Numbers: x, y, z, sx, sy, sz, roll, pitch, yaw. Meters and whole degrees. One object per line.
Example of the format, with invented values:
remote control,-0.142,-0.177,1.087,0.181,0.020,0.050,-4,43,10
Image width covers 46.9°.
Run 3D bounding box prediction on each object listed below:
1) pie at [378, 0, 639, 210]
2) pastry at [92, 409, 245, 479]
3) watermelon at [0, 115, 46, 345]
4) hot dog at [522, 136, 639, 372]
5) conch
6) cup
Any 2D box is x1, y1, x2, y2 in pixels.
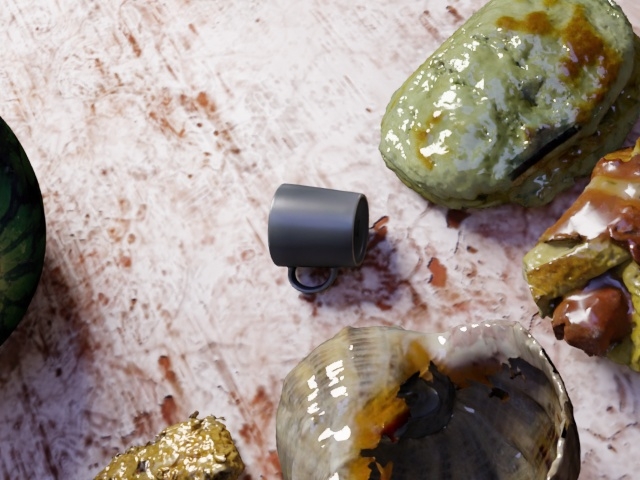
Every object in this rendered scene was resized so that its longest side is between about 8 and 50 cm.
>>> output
pie,0.174,-0.131,0.661,0.248,0.090,0.201,-45,64,-1
pastry,-0.135,0.206,0.627,0.140,0.056,0.080,-38,49,1
watermelon,-0.425,-0.013,0.667,0.363,0.363,0.363,-7,65,15
hot dog,0.252,-0.002,0.568,0.146,0.103,0.213,28,77,26
conch,0.074,0.166,0.509,0.210,0.159,0.291,-18,32,9
cup,0.000,0.000,0.673,0.077,0.078,0.100,5,102,16
